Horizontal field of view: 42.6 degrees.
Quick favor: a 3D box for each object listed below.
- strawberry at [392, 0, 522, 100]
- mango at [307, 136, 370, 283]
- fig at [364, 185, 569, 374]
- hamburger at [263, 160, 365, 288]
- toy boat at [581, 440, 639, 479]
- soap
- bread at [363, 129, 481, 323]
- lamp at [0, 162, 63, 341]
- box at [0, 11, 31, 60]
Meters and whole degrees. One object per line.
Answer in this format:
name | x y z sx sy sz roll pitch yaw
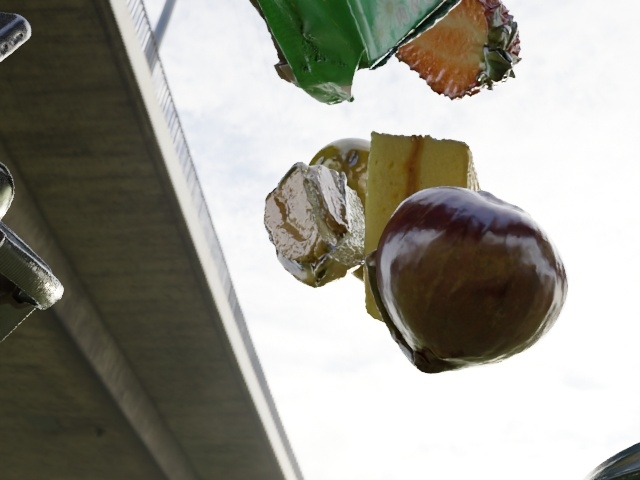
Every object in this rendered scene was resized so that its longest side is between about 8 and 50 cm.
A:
strawberry | 0.239 -0.337 1.380 0.106 0.286 0.188 -17 -57 -35
mango | 0.101 -0.049 1.772 0.182 0.253 0.364 -7 -60 42
fig | 0.140 0.043 0.817 0.205 0.205 0.205 5 -38 4
hamburger | 0.000 0.000 1.278 0.135 0.207 0.155 14 -53 -36
toy boat | 0.238 0.158 0.483 0.246 0.103 0.093 -29 -75 36
soap | 0.044 -0.255 0.614 0.098 0.273 0.217 0 -53 45
bread | 0.132 -0.004 1.155 0.168 0.163 0.264 9 -34 29
lamp | -0.336 0.058 0.755 0.124 0.203 0.283 46 -21 -7
box | -0.352 -0.180 0.775 0.126 0.125 0.027 9 -47 22
